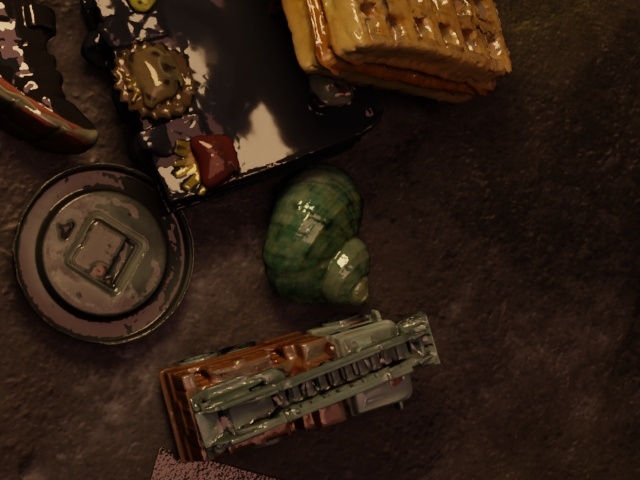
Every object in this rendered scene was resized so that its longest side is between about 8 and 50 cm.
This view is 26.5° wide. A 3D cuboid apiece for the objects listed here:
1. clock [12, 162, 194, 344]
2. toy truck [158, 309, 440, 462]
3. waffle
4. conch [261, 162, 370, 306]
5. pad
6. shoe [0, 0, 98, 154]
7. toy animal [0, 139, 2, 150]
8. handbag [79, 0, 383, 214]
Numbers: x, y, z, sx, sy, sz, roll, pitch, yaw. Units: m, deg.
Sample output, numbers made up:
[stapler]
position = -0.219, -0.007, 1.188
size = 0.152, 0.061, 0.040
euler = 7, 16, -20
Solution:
[clock]
position = -0.269, 0.017, 1.684
size = 0.226, 0.049, 0.226
euler = 2, 84, -19
[toy truck]
position = -0.013, 0.178, 1.690
size = 0.338, 0.184, 0.133
euler = -15, 92, -20
[waffle]
position = 0.083, -0.308, 1.685
size = 0.376, 0.114, 0.261
euler = -1, 73, -55
[conch]
position = 0.001, -0.003, 1.745
size = 0.175, 0.122, 0.188
euler = -19, 97, -44
[pad]
position = -0.125, 0.356, 1.733
size = 0.211, 0.003, 0.143
euler = 18, 81, -18
[shoe]
position = -0.369, -0.225, 1.637
size = 0.291, 0.114, 0.137
euler = 46, 68, -8
[toy animal]
position = -0.467, -0.123, 1.550
size = 0.176, 0.255, 0.239
euler = -45, 129, 5
[handbag]
position = -0.114, -0.220, 1.694
size = 0.329, 0.122, 0.303
euler = -20, 84, -19
